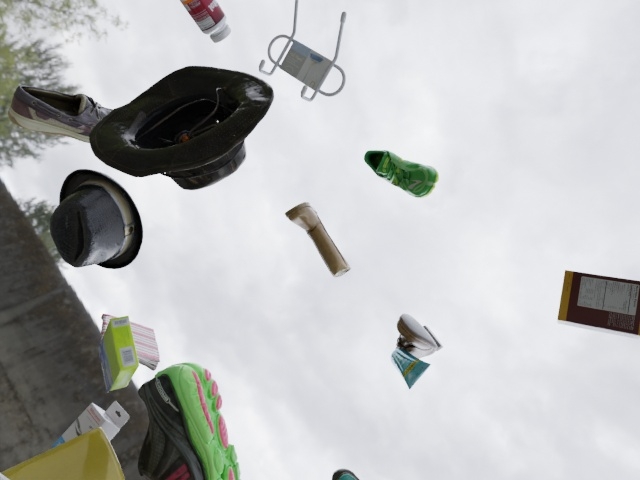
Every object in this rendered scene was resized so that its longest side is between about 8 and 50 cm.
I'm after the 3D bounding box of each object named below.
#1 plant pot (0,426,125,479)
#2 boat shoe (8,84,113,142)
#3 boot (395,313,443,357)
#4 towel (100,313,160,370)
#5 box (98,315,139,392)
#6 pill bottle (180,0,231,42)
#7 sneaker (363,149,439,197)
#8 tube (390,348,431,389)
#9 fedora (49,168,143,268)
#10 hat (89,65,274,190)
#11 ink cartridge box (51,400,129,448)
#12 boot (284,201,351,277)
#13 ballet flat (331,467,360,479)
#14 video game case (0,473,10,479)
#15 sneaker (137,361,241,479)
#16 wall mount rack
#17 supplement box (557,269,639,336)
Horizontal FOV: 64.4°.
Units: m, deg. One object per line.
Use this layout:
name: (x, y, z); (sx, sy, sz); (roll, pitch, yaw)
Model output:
plant pot: (-0.490, 0.548, 1.005); (0.187, 0.212, 0.212); (29, -62, 32)
boat shoe: (-0.566, -0.297, 1.196); (0.092, 0.285, 0.102); (-52, -132, 37)
boot: (0.263, 0.293, 1.451); (0.115, 0.305, 0.112); (-38, -122, 7)
towel: (-0.480, 0.249, 1.269); (0.029, 0.144, 0.197); (-60, -152, 4)
box: (-0.418, 0.238, 1.045); (0.178, 0.042, 0.109); (-46, -122, 50)
pill bottle: (-0.320, -0.640, 1.429); (0.086, 0.086, 0.152); (18, -24, 41)
sneaker: (0.241, -0.211, 1.581); (0.295, 0.124, 0.109); (32, -72, 47)
tube: (0.233, 0.331, 1.330); (0.052, 0.080, 0.207); (37, -4, -5)
fedora: (-0.690, -0.037, 1.498); (0.334, 0.152, 0.334); (9, -63, 17)
hat: (-0.221, -0.177, 0.895); (0.331, 0.331, 0.134); (27, -29, 36)
ink cartridge box: (-0.612, 0.511, 1.355); (0.104, 0.180, 0.060); (19, -28, 43)
boot: (0.000, 0.000, 1.800); (0.089, 0.236, 0.269); (-34, -102, 17)
ballet flat: (0.136, 0.768, 1.480); (0.280, 0.095, 0.096); (51, -19, -1)
video game case: (-0.615, 0.381, 0.768); (0.227, 0.206, 0.026); (35, -79, 0)
sneaker: (-0.320, 0.538, 1.217); (0.202, 0.185, 0.482); (-13, -97, 13)
wall mount rack: (-0.049, -0.662, 1.742); (0.350, 0.130, 0.304); (36, -74, 19)
supplement box: (0.719, 0.166, 1.296); (0.194, 0.191, 0.129); (9, -97, 27)
